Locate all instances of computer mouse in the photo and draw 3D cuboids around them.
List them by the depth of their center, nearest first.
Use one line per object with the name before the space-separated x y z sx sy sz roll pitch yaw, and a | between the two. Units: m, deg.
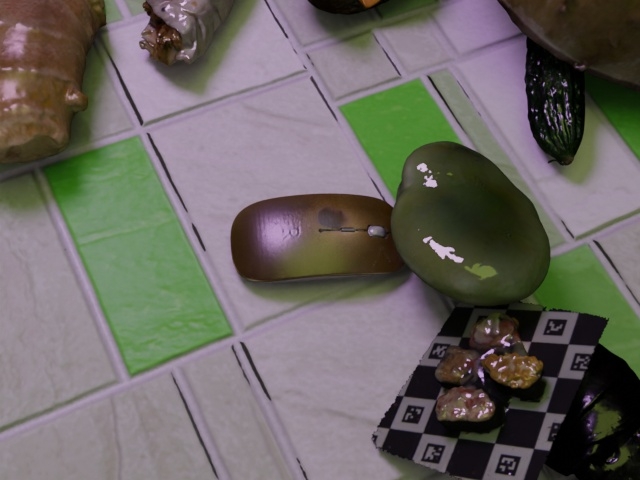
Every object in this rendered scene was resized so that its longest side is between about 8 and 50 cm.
computer mouse | 0.000 -0.001 1.031 0.199 0.045 0.102 -2 64 -6

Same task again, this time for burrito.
burrito | -0.139 -0.376 1.205 0.117 0.076 0.392 15 59 9

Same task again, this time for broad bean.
broad bean | 0.160 -0.015 1.004 0.169 0.100 0.228 6 46 -3

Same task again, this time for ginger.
ginger | -0.333 -0.235 1.085 0.190 0.126 0.353 10 58 11

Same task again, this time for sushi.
sushi | 0.159 0.131 0.911 0.193 0.040 0.210 9 55 45

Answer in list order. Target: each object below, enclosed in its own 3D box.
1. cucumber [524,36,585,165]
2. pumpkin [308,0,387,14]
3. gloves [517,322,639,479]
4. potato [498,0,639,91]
cucumber | 0.291 -0.212 1.158 0.077 0.077 0.265 10 62 0
pumpkin | 0.041 -0.349 1.188 0.184 0.107 0.119 -21 73 -24
gloves | 0.252 0.161 0.936 0.203 0.124 0.164 41 45 9
potato | 0.396 -0.422 1.083 0.442 0.319 0.385 24 56 -11
